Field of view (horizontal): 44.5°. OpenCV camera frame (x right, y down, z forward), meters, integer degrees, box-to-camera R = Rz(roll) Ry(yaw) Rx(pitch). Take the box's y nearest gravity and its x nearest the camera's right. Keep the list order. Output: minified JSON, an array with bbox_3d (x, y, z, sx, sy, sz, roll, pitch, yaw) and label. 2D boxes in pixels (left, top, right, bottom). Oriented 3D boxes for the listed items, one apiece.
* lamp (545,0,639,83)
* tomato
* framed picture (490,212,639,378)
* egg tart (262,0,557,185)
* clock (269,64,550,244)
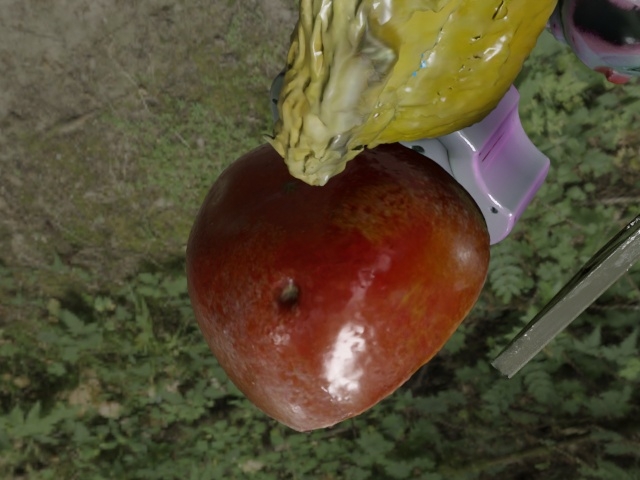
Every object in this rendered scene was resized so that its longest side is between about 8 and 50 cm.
[{"bbox_3d":[0.374,-0.328,0.957,0.247,0.301,0.247,15,110,-31],"label":"lamp"},{"bbox_3d":[-0.009,-0.003,0.774,0.338,0.338,0.144,-20,136,13],"label":"tomato"},{"bbox_3d":[0.219,-0.011,0.530,0.260,0.023,0.189,-22,154,-55],"label":"framed picture"},{"bbox_3d":[0.079,-0.212,0.586,0.169,0.388,0.388,17,143,-3],"label":"egg tart"},{"bbox_3d":[0.096,-0.116,0.954,0.338,0.102,0.338,29,154,16],"label":"clock"}]
